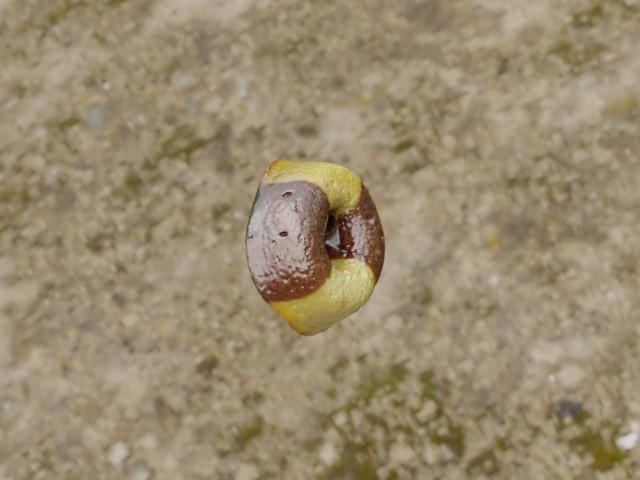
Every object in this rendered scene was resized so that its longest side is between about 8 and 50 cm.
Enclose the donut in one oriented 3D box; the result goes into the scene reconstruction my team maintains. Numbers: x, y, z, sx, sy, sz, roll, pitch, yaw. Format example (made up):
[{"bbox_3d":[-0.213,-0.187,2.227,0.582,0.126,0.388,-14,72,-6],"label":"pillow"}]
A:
[{"bbox_3d":[0.000,0.000,1.557,0.073,0.166,0.184,-16,27,32],"label":"donut"}]
